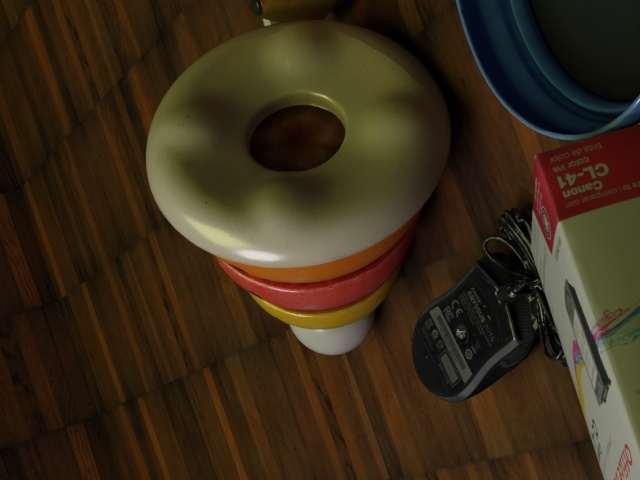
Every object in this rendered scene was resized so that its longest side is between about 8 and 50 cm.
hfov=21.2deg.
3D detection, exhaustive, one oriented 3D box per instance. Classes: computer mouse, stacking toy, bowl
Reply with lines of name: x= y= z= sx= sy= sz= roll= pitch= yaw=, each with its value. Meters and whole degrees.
computer mouse: x=0.203 y=0.096 z=1.943 sx=0.272 sy=0.072 sz=0.188 roll=-43 pitch=65 yaw=49
stacking toy: x=0.000 y=0.000 z=2.100 sx=0.350 sy=0.350 sz=0.480 roll=53 pitch=166 yaw=35
bowl: x=0.242 y=-0.286 z=1.534 sx=0.391 sy=0.077 sz=0.391 roll=24 pitch=117 yaw=61

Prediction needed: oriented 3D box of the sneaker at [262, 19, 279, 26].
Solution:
sneaker: x=-0.062 y=-0.348 z=2.194 sx=0.192 sy=0.064 sz=0.086 roll=64 pitch=153 yaw=5

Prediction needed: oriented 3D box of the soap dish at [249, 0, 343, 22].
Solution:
soap dish: x=-0.046 y=-0.422 z=2.047 sx=0.291 sy=0.118 sz=0.229 roll=66 pitch=154 yaw=10

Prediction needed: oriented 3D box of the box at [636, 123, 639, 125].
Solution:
box: x=0.326 y=-0.129 z=1.576 sx=0.207 sy=0.036 sz=0.114 roll=66 pitch=154 yaw=14

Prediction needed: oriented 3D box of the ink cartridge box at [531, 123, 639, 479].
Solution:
ink cartridge box: x=0.288 y=0.082 z=1.516 sx=0.226 sy=0.131 sz=0.306 roll=78 pitch=179 yaw=-66
